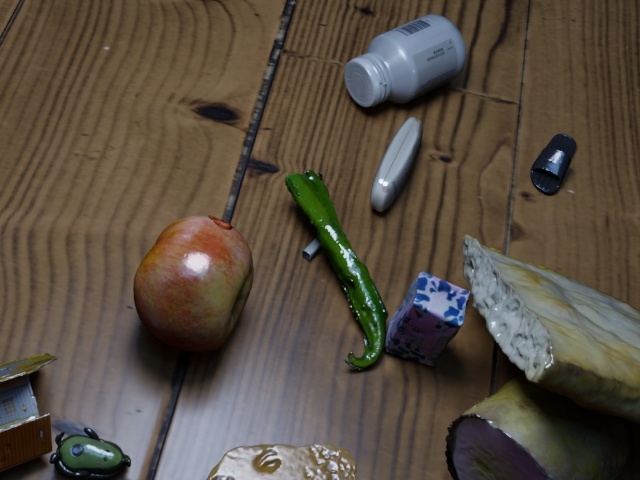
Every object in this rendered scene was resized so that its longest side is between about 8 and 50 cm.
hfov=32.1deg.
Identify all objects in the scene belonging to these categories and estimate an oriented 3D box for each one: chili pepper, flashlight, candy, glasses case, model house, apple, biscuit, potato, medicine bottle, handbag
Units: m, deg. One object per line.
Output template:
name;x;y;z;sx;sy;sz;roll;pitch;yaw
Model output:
chili pepper;0.031;0.037;1.804;0.085;0.076;0.359;7;51;-42
flashlight;0.000;0.000;1.870;0.018;0.018;0.083;33;54;15
candy;0.164;0.126;1.716;0.092;0.160;0.073;21;55;-2
glasses case;0.135;-0.135;1.959;0.051;0.081;0.204;21;54;9
model house;-0.450;0.252;1.549;0.219;0.207;0.136;-17;93;-32
apple;-0.191;0.062;1.677;0.164;0.209;0.209;19;52;6
biscuit;0.408;0.152;1.662;0.446;0.104;0.429;20;16;-25
potato;0.332;0.289;1.602;0.229;0.229;0.266;42;49;21
biscuit;-0.047;0.401;1.535;0.376;0.051;0.269;-6;52;-15
medicine bottle;0.154;-0.328;2.075;0.215;0.135;0.135;-28;62;-27
handbag;-0.320;0.303;1.565;0.111;0.047;0.072;10;59;-6

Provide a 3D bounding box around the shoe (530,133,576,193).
shoe;0.434;-0.154;2.046;0.062;0.053;0.159;29;51;8
